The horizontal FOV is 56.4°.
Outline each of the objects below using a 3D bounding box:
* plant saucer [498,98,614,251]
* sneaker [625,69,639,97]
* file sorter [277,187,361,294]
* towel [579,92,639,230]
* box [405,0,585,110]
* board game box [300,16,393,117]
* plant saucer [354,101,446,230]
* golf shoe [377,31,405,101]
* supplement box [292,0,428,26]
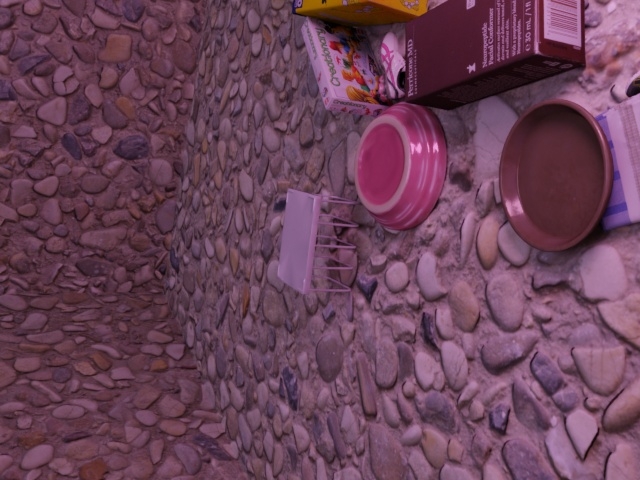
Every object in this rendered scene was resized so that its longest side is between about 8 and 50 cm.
[{"bbox_3d":[0.430,-0.118,1.098,0.278,0.041,0.278,177,90,-68],"label":"plant saucer"},{"bbox_3d":[0.532,-0.262,0.968,0.083,0.031,0.035,-58,42,42],"label":"sneaker"},{"bbox_3d":[0.000,0.000,1.761,0.193,0.173,0.278,22,107,60],"label":"file sorter"},{"bbox_3d":[0.547,-0.146,0.936,0.285,0.034,0.209,-28,66,59],"label":"towel"},{"bbox_3d":[0.337,-0.407,1.220,0.381,0.143,0.191,-5,84,62],"label":"box"},{"bbox_3d":[0.070,-0.476,1.642,0.053,0.192,0.305,-51,47,48],"label":"board game box"},{"bbox_3d":[0.185,-0.192,1.533,0.332,0.084,0.332,-3,87,61],"label":"plant saucer"},{"bbox_3d":[0.198,-0.456,1.558,0.086,0.067,0.186,-4,84,34],"label":"golf shoe"},{"bbox_3d":[0.104,-0.683,1.558,0.356,0.195,0.194,22,107,53],"label":"supplement box"}]
